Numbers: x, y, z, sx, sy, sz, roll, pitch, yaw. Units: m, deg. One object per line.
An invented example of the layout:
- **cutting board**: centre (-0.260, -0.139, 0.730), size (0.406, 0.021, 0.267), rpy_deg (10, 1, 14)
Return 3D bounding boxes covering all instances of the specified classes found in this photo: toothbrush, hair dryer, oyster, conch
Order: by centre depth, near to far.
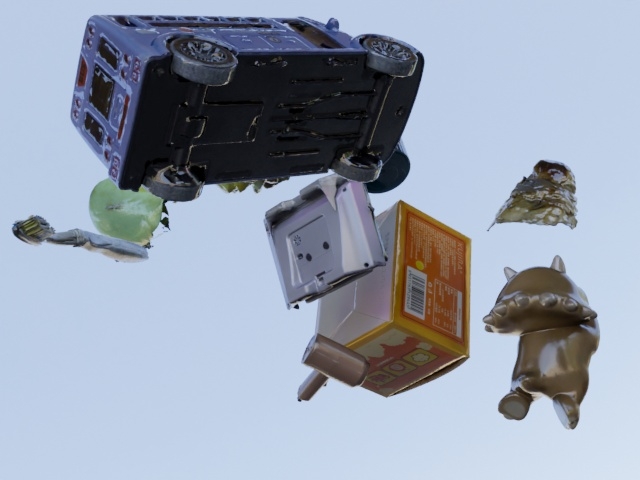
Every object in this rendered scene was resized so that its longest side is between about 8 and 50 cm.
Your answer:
- **toothbrush**: centre (-0.329, 0.003, 1.527), size (0.042, 0.035, 0.413), rpy_deg (-23, -10, 9)
- **oyster**: centre (0.395, -0.078, 1.907), size (0.233, 0.162, 0.107), rpy_deg (-33, -55, -56)
- **hair dryer**: centre (0.003, 0.250, 1.949), size (0.117, 0.064, 0.181), rpy_deg (28, -44, -8)
- **conch**: centre (-0.384, -0.049, 2.211), size (0.143, 0.251, 0.137), rpy_deg (-59, -38, -10)

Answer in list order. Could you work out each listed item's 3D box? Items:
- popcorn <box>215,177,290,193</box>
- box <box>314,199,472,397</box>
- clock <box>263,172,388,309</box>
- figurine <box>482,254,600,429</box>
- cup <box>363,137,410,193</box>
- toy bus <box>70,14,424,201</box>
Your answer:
- **popcorn**: centre (-0.153, -0.184, 2.309), size (0.212, 0.198, 0.198), rpy_deg (37, -61, -13)
- **box**: centre (0.148, 0.121, 2.104), size (0.214, 0.283, 0.259), rpy_deg (26, -38, -25)
- **clock**: centre (0.000, 0.000, 1.873), size (0.083, 0.186, 0.253), rpy_deg (-2, -20, -44)
- **figurine**: centre (0.347, 0.147, 1.692), size (0.173, 0.177, 0.247), rpy_deg (49, -121, -32)
- **cup**: centre (0.103, -0.191, 1.989), size (0.131, 0.155, 0.176), rpy_deg (6, -48, -26)
- **toy bus**: centre (-0.053, -0.124, 0.897), size (0.292, 0.133, 0.125), rpy_deg (-9, -51, -40)
